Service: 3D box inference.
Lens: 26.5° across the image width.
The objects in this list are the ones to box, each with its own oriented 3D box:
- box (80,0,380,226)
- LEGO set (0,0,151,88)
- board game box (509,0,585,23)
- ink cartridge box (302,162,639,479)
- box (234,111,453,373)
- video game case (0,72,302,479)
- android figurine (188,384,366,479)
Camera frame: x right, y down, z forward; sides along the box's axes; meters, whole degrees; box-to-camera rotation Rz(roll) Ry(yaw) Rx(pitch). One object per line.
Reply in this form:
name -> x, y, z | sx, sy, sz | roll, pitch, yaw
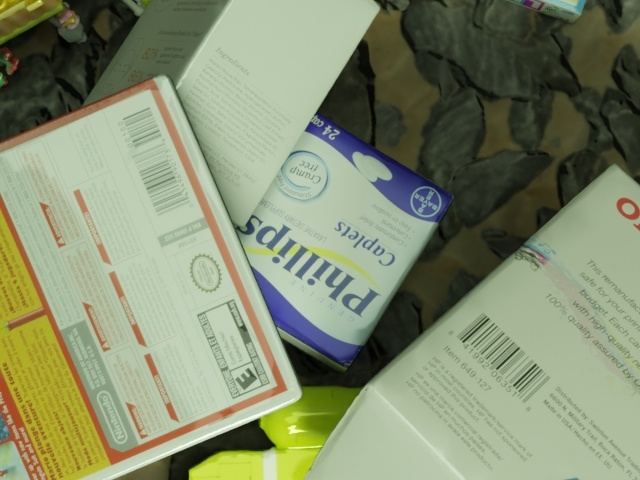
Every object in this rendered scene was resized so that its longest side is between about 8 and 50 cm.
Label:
box -> -0.065, -0.110, 0.882 | 0.091, 0.130, 0.170 | 37, 81, -29
LEGO set -> -0.181, -0.174, 0.929 | 0.132, 0.107, 0.287 | 32, 85, 35
board game box -> 0.160, -0.246, 0.978 | 0.103, 0.026, 0.154 | 20, 82, -1
ink cartridge box -> 0.141, 0.109, 0.816 | 0.232, 0.168, 0.171 | -37, 76, -28
box -> 0.000, 0.000, 0.914 | 0.126, 0.072, 0.137 | 31, 82, 1
video game case -> -0.179, 0.052, 0.783 | 0.285, 0.025, 0.204 | -23, 91, 0
android figurine -> 0.004, 0.219, 0.896 | 0.272, 0.056, 0.248 | 1, 83, -6
